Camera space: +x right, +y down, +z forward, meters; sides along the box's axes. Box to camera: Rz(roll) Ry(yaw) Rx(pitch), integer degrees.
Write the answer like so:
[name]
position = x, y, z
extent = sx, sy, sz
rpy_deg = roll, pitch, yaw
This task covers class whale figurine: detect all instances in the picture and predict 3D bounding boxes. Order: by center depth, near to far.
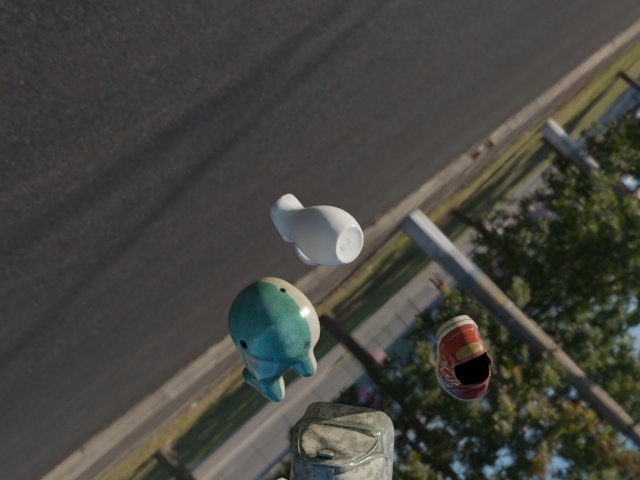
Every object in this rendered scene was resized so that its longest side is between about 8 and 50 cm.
[whale figurine]
position = -0.108, 0.204, 1.689
extent = 0.141, 0.216, 0.272
rpy_deg = -31, 146, -45

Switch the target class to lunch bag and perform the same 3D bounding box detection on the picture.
[lunch bag]
position = 0.029, 0.520, 1.816
extent = 0.256, 0.212, 0.305
rpy_deg = -41, 136, -67

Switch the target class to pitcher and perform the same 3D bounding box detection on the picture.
[pitcher]
position = 0.000, 0.000, 1.935
extent = 0.125, 0.207, 0.178
rpy_deg = -41, 130, -25

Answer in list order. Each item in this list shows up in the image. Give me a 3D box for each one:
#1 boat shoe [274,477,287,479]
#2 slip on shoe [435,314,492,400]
[boat shoe]
position = -0.014, 0.754, 2.373
extent = 0.158, 0.340, 0.127
rpy_deg = -11, 120, -14
[slip on shoe]
position = 0.318, 0.280, 1.921
extent = 0.123, 0.101, 0.331
rpy_deg = -25, 146, -3
